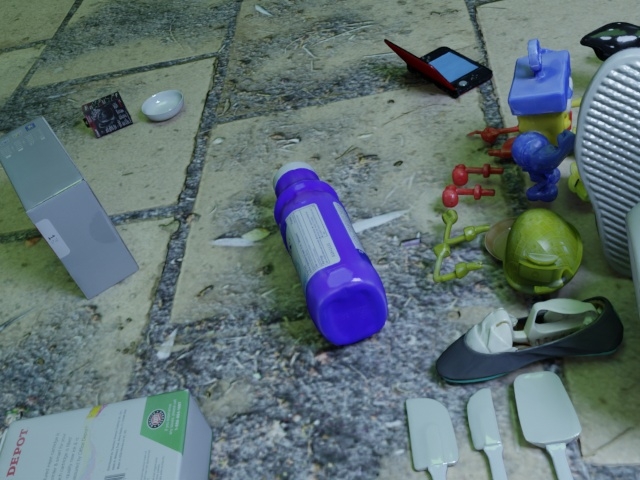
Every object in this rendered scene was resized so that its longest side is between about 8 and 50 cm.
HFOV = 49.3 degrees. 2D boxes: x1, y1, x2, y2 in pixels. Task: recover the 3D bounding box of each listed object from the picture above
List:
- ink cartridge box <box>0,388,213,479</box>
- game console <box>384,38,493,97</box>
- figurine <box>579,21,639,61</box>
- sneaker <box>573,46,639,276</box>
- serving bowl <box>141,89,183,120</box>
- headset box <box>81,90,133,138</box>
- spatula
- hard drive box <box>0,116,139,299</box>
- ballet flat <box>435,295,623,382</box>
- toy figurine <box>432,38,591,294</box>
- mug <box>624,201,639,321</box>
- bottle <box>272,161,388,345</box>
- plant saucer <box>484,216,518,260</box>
[{"bbox_3d":[-0.230,0.258,0.728,0.213,0.093,0.154,-11,42,6],"label":"ink cartridge box"},{"bbox_3d":[0.200,-0.310,1.179,0.124,0.085,0.144,-30,44,-12],"label":"game console"},{"bbox_3d":[0.503,-0.287,1.007,0.210,0.092,0.215,6,13,30],"label":"figurine"},{"bbox_3d":[0.340,-0.110,0.776,0.102,0.282,0.161,0,44,23],"label":"sneaker"},{"bbox_3d":[-0.299,-0.254,1.335,0.083,0.027,0.083,-9,43,9],"label":"serving bowl"},{"bbox_3d":[-0.411,-0.238,1.331,0.083,0.062,0.032,-24,42,-5],"label":"headset box"},{"bbox_3d":[0.177,0.238,0.663,0.168,0.019,0.242,-11,43,7],"label":"spatula"},{"bbox_3d":[-0.382,-0.053,1.041,0.089,0.181,0.232,-33,43,-15],"label":"hard drive box"},{"bbox_3d":[0.221,0.099,0.753,0.203,0.074,0.074,-12,43,7],"label":"ballet flat"},{"bbox_3d":[0.241,-0.133,0.862,0.191,0.217,0.362,5,42,22],"label":"toy figurine"},{"bbox_3d":[0.431,-0.001,0.566,0.328,0.374,0.276,-10,43,22],"label":"mug"},{"bbox_3d":[0.000,0.000,0.898,0.092,0.118,0.282,-21,43,-2],"label":"bottle"},{"bbox_3d":[0.251,0.003,0.885,0.084,0.015,0.083,-9,43,9],"label":"plant saucer"}]
